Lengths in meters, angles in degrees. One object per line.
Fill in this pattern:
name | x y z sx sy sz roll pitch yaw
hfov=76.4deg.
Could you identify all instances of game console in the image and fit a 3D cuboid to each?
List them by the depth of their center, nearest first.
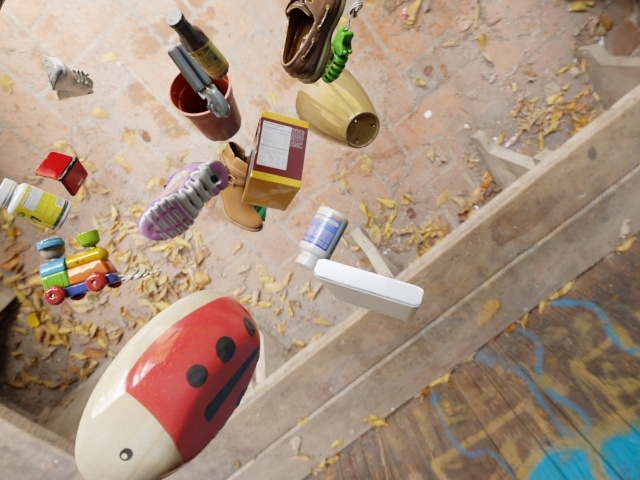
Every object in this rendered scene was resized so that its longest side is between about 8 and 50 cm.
game console | -0.942 -0.244 1.487 0.086 0.143 0.124 -7 135 5

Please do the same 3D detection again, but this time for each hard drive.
hard drive | 0.110 0.118 0.887 0.203 0.307 0.040 16 78 14

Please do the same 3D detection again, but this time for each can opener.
can opener | -0.411 -0.560 1.426 0.280 0.093 0.074 52 55 -23

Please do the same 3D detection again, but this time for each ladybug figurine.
ladybug figurine | -0.259 0.283 0.824 0.162 0.449 0.304 10 128 23

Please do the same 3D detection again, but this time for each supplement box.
supplement box | -0.127 -0.210 1.109 0.129 0.191 0.193 11 73 -15

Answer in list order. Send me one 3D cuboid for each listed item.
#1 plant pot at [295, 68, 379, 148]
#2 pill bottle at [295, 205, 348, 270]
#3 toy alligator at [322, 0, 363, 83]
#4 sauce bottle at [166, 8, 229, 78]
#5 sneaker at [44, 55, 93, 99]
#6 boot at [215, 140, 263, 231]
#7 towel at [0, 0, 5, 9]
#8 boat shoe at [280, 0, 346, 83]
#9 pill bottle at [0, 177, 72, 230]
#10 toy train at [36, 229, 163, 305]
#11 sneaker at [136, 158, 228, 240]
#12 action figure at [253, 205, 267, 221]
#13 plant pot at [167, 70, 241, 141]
plant pot | 0.076 -0.404 1.300 0.238 0.254 0.236 -16 132 -18
pill bottle | 0.000 0.000 1.790 0.152 0.152 0.271 33 78 -21
toy alligator | 0.036 -0.349 0.756 0.056 0.190 0.051 -24 83 -32
sauce bottle | -0.189 -0.301 0.631 0.042 0.128 0.042 -4 79 18
sneaker | -0.866 -0.565 1.409 0.130 0.297 0.110 -11 103 -23
boot | -0.269 -0.185 1.417 0.283 0.109 0.220 49 127 10
towel | -0.476 -0.440 0.582 0.056 0.325 0.311 22 88 -58
boat shoe | -0.011 -0.304 0.537 0.060 0.064 0.177 -4 112 -55
pill bottle | -1.001 -0.125 1.415 0.209 0.119 0.119 29 106 -37
toy train | -0.483 0.039 0.890 0.248 0.105 0.143 -19 90 -3
sneaker | -0.315 -0.096 0.903 0.236 0.105 0.095 -51 143 -27
action figure | -0.236 -0.201 1.645 0.137 0.064 0.232 18 102 -45
plant pot | -0.483 -0.591 1.797 0.273 0.265 0.271 -2 73 7
